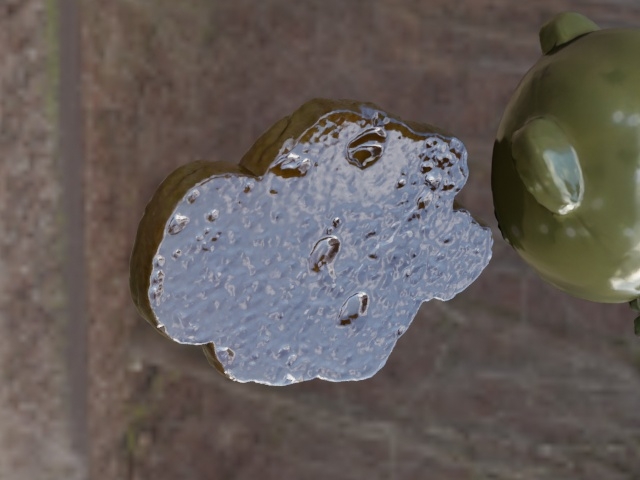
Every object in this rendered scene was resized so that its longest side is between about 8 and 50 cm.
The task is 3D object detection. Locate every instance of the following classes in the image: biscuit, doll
[{"bbox_3d":[0.000,0.000,1.230,0.041,0.290,0.208,41,-60,44],"label":"biscuit"},{"bbox_3d":[0.212,-0.011,1.108,0.161,0.261,0.177,-34,-159,36],"label":"doll"}]
